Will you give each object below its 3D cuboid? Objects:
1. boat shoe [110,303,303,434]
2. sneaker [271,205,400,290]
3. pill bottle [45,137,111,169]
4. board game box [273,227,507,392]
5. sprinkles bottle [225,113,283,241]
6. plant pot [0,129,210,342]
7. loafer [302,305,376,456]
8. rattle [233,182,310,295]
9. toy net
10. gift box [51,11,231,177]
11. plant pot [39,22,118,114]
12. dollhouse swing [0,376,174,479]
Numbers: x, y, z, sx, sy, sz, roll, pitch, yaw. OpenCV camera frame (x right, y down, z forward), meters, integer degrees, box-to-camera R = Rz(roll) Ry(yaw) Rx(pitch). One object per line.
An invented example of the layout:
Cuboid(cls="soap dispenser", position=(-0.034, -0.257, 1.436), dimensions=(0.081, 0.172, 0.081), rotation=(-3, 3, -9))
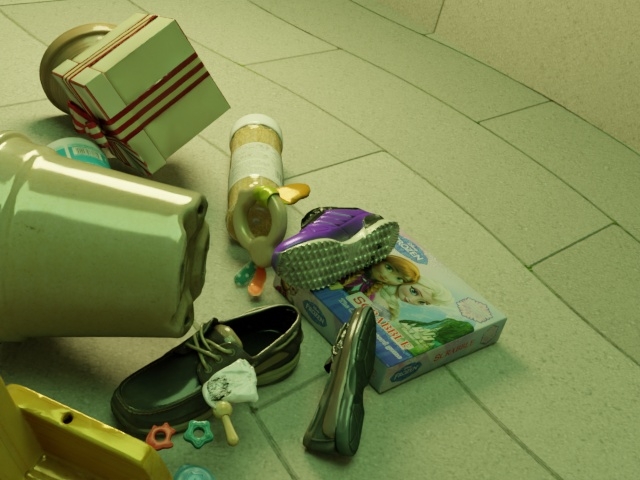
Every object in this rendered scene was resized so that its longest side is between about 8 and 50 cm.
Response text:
Cuboid(cls="boat shoe", position=(-0.170, 0.180, 1.368), dimensions=(0.132, 0.130, 0.355), rotation=(37, 39, 28))
Cuboid(cls="sneaker", position=(0.000, 0.001, 1.620), dimensions=(0.293, 0.102, 0.146), rotation=(-15, 37, -42))
Cuboid(cls="pill bottle", position=(-0.436, -0.064, 1.595), dimensions=(0.146, 0.146, 0.264), rotation=(-3, 38, -26))
Cuboid(cls="board game box", position=(0.131, 0.114, 1.643), dimensions=(0.318, 0.066, 0.319), rotation=(-16, 45, -38))
Cuboid(cls="sprinkles bottle", position=(-0.136, -0.135, 1.840), dimensions=(0.121, 0.121, 0.355), rotation=(9, 35, -10))
Cuboid(cls="plant pot", position=(-0.336, 0.020, 1.311), dimensions=(0.305, 0.333, 0.334), rotation=(8, 34, 3))
Cuboid(cls="loafer", position=(0.031, 0.215, 1.395), dimensions=(0.084, 0.096, 0.267), rotation=(-3, 48, 19))
Cuboid(cls="rattle", position=(-0.089, -0.004, 1.643), dimensions=(0.130, 0.199, 0.143), rotation=(-5, 2, 24))
Cuboid(cls="toy net", position=(-0.170, 0.268, 1.250), dimensions=(0.122, 0.045, 0.232), rotation=(22, 55, 5))
Cuboid(cls="gift box", position=(-0.359, -0.275, 1.760), dimensions=(0.258, 0.276, 0.255), rotation=(-40, 28, -15))
Cuboid(cls="plant pot", position=(-0.482, -0.346, 1.904), dimensions=(0.237, 0.237, 0.109), rotation=(-7, 48, -30))
Cuboid(cls="dollhouse swing", position=(-0.336, 0.301, 0.911), dimensions=(0.315, 0.305, 0.347), rotation=(22, 48, 9))
